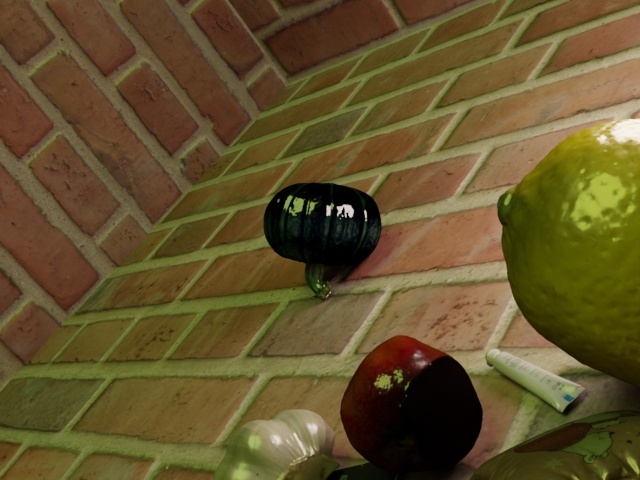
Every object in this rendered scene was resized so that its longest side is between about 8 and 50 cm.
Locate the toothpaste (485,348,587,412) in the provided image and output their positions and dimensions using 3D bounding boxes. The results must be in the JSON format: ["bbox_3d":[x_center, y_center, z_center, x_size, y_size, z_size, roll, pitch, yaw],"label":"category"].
[{"bbox_3d":[0.293,0.190,1.263,0.048,0.031,0.190,-39,24,-12],"label":"toothpaste"}]

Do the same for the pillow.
[{"bbox_3d":[0.289,0.246,0.984,0.236,0.084,0.223,-15,-1,-2],"label":"pillow"}]

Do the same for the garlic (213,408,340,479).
[{"bbox_3d":[-0.087,0.345,1.356,0.178,0.143,0.229,-24,33,53],"label":"garlic"}]

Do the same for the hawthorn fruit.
[{"bbox_3d":[0.122,0.219,1.274,0.189,0.189,0.251,-36,14,4],"label":"hawthorn fruit"}]

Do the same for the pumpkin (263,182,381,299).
[{"bbox_3d":[0.000,0.000,1.888,0.248,0.248,0.248,-32,22,14],"label":"pumpkin"}]

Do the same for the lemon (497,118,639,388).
[{"bbox_3d":[0.383,0.018,1.054,0.336,0.336,0.336,-32,22,14],"label":"lemon"}]

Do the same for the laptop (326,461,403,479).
[{"bbox_3d":[0.033,0.393,1.257,0.154,0.026,0.207,-24,25,34],"label":"laptop"}]
